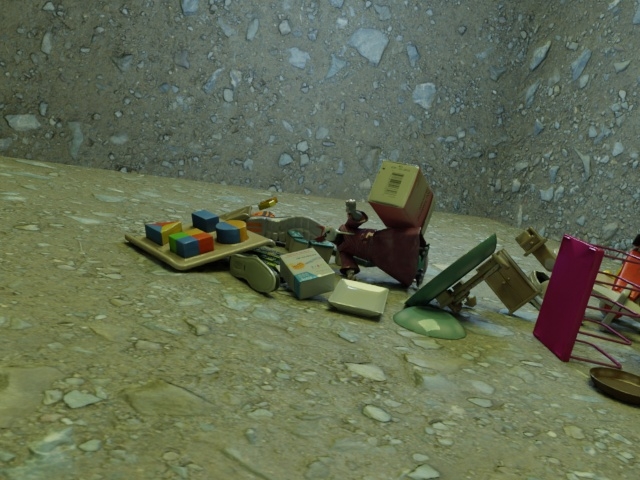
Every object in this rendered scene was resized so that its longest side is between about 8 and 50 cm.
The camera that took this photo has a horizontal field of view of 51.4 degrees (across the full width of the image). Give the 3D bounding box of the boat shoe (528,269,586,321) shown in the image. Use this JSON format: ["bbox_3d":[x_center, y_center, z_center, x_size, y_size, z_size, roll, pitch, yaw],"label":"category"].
[{"bbox_3d":[0.755,0.176,2.162,0.113,0.103,0.302,7,11,-19],"label":"boat shoe"}]

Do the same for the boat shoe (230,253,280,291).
[{"bbox_3d":[-0.163,0.082,1.791,0.079,0.083,0.233,3,10,-33],"label":"boat shoe"}]

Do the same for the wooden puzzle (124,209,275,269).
[{"bbox_3d":[-0.358,-0.018,1.971,0.348,0.080,0.322,-12,21,-37],"label":"wooden puzzle"}]

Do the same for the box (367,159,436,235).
[{"bbox_3d":[0.259,-0.125,2.079,0.127,0.148,0.232,14,-17,29],"label":"box"}]

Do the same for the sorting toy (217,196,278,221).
[{"bbox_3d":[-0.294,-0.076,2.309,0.308,0.041,0.229,-18,10,1],"label":"sorting toy"}]

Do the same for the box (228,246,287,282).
[{"bbox_3d":[-0.147,0.069,1.986,0.191,0.045,0.184,15,14,20],"label":"box"}]

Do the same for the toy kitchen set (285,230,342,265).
[{"bbox_3d":[0.000,0.000,2.280,0.207,0.122,0.166,8,11,-15],"label":"toy kitchen set"}]

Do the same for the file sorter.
[{"bbox_3d":[0.710,0.159,1.722,0.183,0.290,0.202,13,10,-6],"label":"file sorter"}]

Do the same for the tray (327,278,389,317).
[{"bbox_3d":[0.106,0.158,1.806,0.145,0.030,0.270,11,11,7],"label":"tray"}]

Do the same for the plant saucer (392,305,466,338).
[{"bbox_3d":[0.287,0.204,1.728,0.195,0.037,0.195,11,10,-2],"label":"plant saucer"}]

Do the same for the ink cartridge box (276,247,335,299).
[{"bbox_3d":[-0.046,0.079,1.812,0.105,0.061,0.181,-13,32,-21],"label":"ink cartridge box"}]

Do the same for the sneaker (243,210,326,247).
[{"bbox_3d":[-0.139,-0.054,2.419,0.322,0.124,0.180,8,12,-13],"label":"sneaker"}]

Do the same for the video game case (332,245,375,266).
[{"bbox_3d":[0.175,0.053,2.446,0.196,0.026,0.274,19,14,38],"label":"video game case"}]

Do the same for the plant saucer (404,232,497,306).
[{"bbox_3d":[0.371,0.094,1.848,0.043,0.318,0.318,52,22,11],"label":"plant saucer"}]

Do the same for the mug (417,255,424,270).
[{"bbox_3d":[0.291,0.065,2.298,0.158,0.097,0.130,18,13,33],"label":"mug"}]

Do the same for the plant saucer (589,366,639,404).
[{"bbox_3d":[0.688,0.330,1.493,0.169,0.029,0.168,10,11,-2],"label":"plant saucer"}]

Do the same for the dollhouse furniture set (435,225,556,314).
[{"bbox_3d":[0.520,0.121,1.863,0.173,0.303,0.356,52,19,11],"label":"dollhouse furniture set"}]

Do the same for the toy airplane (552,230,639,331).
[{"bbox_3d":[0.970,0.173,2.126,0.385,0.272,0.385,-1,49,-9],"label":"toy airplane"}]

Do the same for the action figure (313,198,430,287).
[{"bbox_3d":[0.163,0.001,2.108,0.371,0.247,0.276,17,11,15],"label":"action figure"}]
